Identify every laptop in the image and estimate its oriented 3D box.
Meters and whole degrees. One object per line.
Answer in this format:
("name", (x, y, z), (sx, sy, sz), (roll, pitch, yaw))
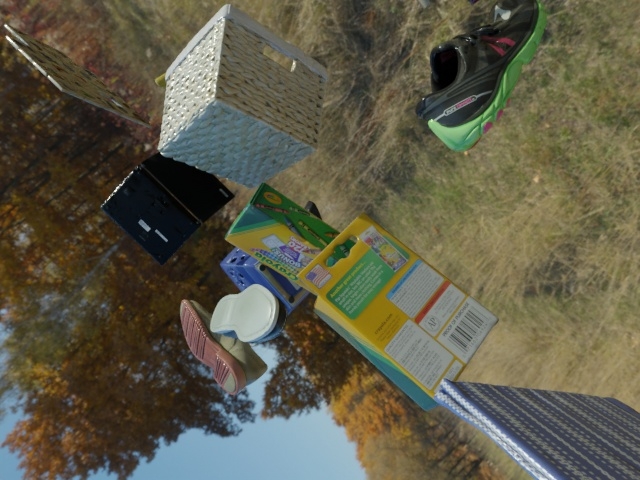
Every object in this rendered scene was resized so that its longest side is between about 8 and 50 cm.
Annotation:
("laptop", (-0.430, -0.110, 1.253), (0.234, 0.264, 0.136), (44, -172, -5))

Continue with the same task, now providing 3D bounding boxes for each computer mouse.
("computer mouse", (0.000, 0.000, 1.364), (0.184, 0.060, 0.262), (169, 81, -76))

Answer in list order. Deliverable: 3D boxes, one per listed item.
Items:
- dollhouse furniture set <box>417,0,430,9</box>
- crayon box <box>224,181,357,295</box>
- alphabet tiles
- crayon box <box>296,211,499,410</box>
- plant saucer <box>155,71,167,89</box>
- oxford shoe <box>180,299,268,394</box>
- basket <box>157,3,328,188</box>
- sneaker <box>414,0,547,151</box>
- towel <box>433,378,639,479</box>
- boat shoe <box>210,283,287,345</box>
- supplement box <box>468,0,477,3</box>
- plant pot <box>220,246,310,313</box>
("dollhouse furniture set", (0.034, -0.525, 0.834), (0.355, 0.173, 0.303), (45, -157, -10))
("crayon box", (-0.066, 0.005, 1.036), (0.278, 0.081, 0.165), (32, 139, -13))
("alphabet tiles", (-0.436, -0.292, 0.771), (0.237, 0.009, 0.198), (40, -170, 16))
("crayon box", (0.135, 0.121, 0.819), (0.323, 0.203, 0.083), (40, 153, 14))
("plant saucer", (-0.384, -0.547, 1.590), (0.332, 0.081, 0.333), (31, -153, -17))
("oxford shoe", (-0.331, 0.331, 1.448), (0.397, 0.146, 0.141), (43, 129, 30))
("basket", (-0.199, -0.342, 1.137), (0.328, 0.267, 0.331), (18, 153, -39))
("sneaker", (0.371, -0.435, 1.025), (0.202, 0.483, 0.185), (31, 156, -1))
("towel", (0.315, 0.232, 0.458), (0.335, 0.040, 0.243), (14, -172, -26))
("boat shoe", (-0.130, 0.156, 0.889), (0.091, 0.115, 0.302), (23, 164, -27))
("supplement box", (0.298, -0.519, 0.867), (0.083, 0.054, 0.043), (55, 171, 23))
("plant pot", (-0.125, 0.081, 1.327), (0.236, 0.236, 0.212), (52, 156, -18))
